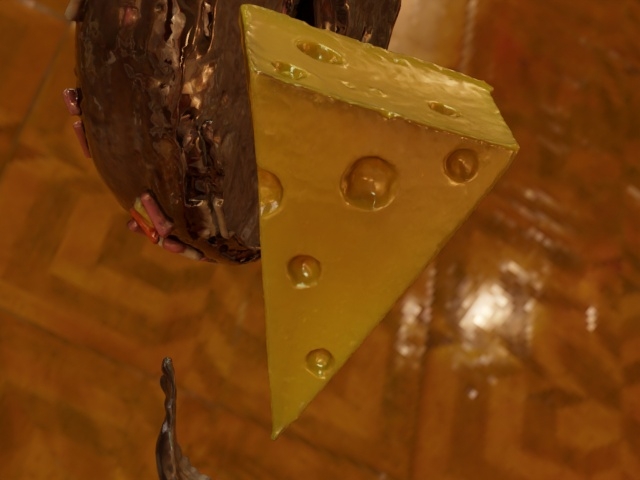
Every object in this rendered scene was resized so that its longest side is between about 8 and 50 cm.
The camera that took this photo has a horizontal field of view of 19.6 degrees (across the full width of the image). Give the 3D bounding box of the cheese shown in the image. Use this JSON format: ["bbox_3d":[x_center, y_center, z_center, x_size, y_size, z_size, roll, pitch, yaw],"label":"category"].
[{"bbox_3d":[0.000,0.000,0.850,0.126,0.171,0.093,15,24,-12],"label":"cheese"}]

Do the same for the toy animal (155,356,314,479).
[{"bbox_3d":[-0.053,0.219,1.358,0.160,0.272,0.197,-13,7,-9],"label":"toy animal"}]

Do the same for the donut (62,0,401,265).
[{"bbox_3d":[-0.060,-0.117,1.328,0.136,0.259,0.345,15,19,23],"label":"donut"}]
